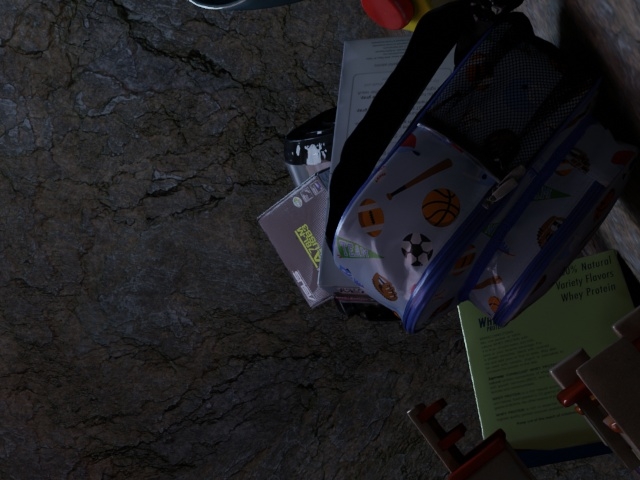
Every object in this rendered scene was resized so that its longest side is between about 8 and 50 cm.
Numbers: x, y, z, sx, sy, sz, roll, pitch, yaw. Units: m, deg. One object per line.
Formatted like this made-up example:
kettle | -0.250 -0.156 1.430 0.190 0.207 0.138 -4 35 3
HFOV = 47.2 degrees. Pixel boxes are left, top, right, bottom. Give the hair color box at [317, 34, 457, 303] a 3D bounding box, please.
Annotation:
hair color box | 0.118 -0.100 1.042 0.113 0.185 0.374 41 -127 -64

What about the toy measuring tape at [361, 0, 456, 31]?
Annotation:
toy measuring tape | 0.134 -0.280 0.921 0.330 0.121 0.121 46 -164 -41

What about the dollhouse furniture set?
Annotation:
dollhouse furniture set | 0.217 0.123 0.605 0.135 0.259 0.262 54 -175 16

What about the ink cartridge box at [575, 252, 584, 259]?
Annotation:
ink cartridge box | 0.311 -0.006 1.129 0.067 0.115 0.198 89 160 -61

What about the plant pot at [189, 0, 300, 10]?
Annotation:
plant pot | -0.015 -0.366 0.712 0.195 0.290 0.290 -8 -115 -41

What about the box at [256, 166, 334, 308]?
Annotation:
box | 0.000 0.000 1.225 0.045 0.184 0.190 -30 -91 -47

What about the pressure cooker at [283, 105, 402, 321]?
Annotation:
pressure cooker | 0.154 -0.057 1.357 0.375 0.370 0.420 -43 -64 -51

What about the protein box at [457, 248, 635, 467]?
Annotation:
protein box | 0.290 0.150 0.890 0.136 0.200 0.201 49 -151 -53

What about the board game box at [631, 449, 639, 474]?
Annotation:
board game box | 0.500 0.314 1.161 0.208 0.056 0.347 49 -177 -32

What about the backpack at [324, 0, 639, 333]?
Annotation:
backpack | 0.139 -0.036 0.668 0.213 0.263 0.276 47 -177 22
